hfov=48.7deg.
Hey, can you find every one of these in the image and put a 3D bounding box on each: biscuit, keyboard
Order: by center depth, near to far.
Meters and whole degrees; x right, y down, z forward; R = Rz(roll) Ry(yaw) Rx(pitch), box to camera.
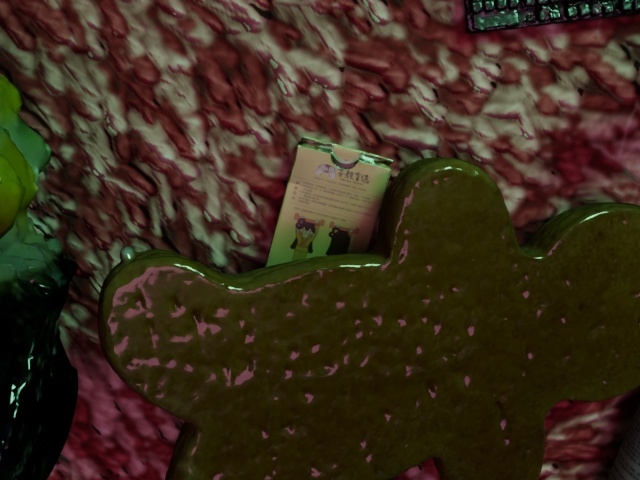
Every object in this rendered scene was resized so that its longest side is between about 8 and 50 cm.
[{"bbox_3d":[0.196,-0.182,0.487,0.196,0.018,0.060,-8,104,0],"label":"keyboard"},{"bbox_3d":[0.079,0.080,0.529,0.432,0.064,0.283,-18,107,-8],"label":"biscuit"}]

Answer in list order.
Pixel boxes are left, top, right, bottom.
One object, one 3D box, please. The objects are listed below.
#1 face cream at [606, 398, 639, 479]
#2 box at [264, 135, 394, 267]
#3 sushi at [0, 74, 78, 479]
[{"bbox_3d":[0.277,0.184,0.569,0.075,0.075,0.229,13,107,-5],"label":"face cream"},{"bbox_3d":[0.000,0.000,0.534,0.073,0.020,0.149,15,106,-6],"label":"box"},{"bbox_3d":[-0.274,-0.014,0.372,0.329,0.328,0.285,21,94,-6],"label":"sushi"}]
